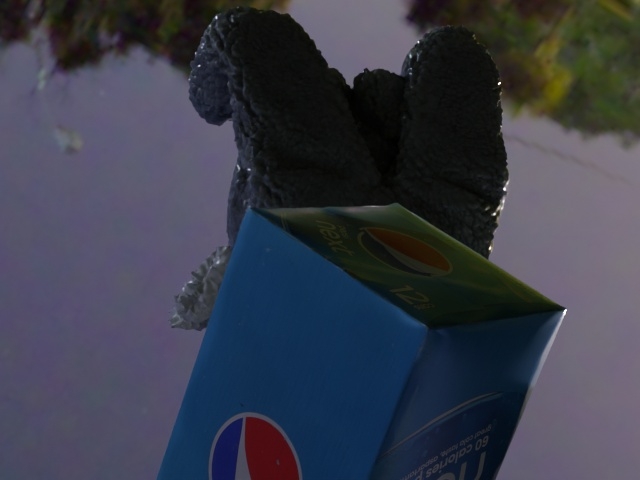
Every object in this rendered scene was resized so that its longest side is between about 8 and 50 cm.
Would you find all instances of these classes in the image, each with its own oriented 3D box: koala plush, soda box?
[{"bbox_3d":[0.000,0.000,0.910,0.196,0.221,0.203,4,-122,-20],"label":"koala plush"},{"bbox_3d":[-0.008,0.097,0.428,0.071,0.210,0.067,33,-156,36],"label":"soda box"}]
